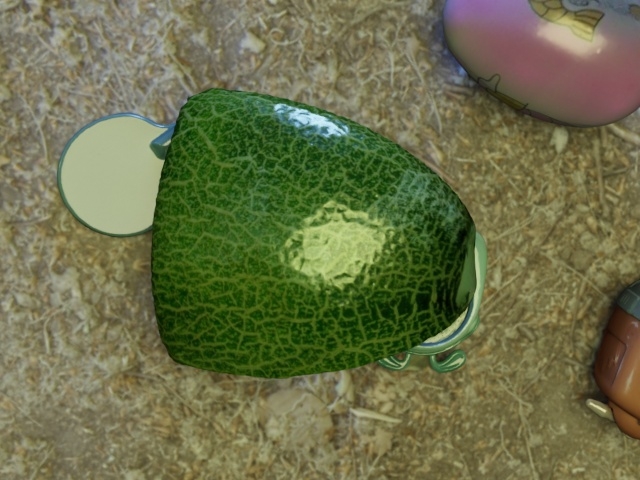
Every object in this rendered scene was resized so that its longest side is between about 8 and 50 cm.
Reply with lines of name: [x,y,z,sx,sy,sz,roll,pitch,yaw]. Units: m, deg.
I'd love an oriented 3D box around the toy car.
toy car: [0.473,0.173,1.517,0.270,0.180,0.212,26,98,-7]

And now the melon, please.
melon: [0.000,0.000,1.403,0.344,0.226,0.331,2,76,22]

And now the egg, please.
egg: [0.281,-0.238,1.468,0.271,0.196,0.196,5,91,-4]

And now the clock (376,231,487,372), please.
clock: [0.126,0.071,1.519,0.148,0.060,0.188,6,91,-8]

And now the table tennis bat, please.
table tennis bat: [-0.209,-0.104,1.485,0.237,0.038,0.149,-37,96,-1]
